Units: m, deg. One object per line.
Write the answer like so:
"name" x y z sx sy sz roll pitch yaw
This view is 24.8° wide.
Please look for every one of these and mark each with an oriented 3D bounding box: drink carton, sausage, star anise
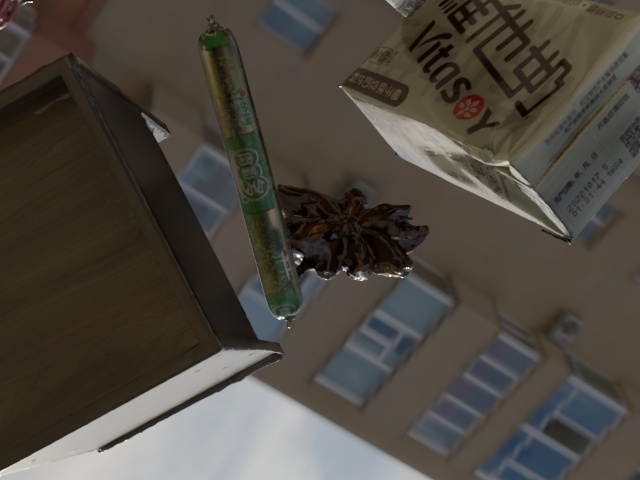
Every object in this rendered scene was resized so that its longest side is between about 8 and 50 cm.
"drink carton" 0.187 -0.151 1.462 0.194 0.132 0.324 -49 -146 -6
"sausage" -0.054 -0.051 1.165 0.032 0.269 0.033 -12 -160 5
"star anise" -0.002 -0.002 1.472 0.177 0.234 0.073 36 -57 43

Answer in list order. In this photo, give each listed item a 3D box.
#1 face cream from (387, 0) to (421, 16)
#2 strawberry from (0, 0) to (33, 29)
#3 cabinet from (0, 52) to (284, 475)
"face cream" 0.013 -0.373 1.585 0.143 0.314 0.089 -39 -166 54
"strawberry" -0.432 -0.299 1.350 0.312 0.351 0.267 -31 -105 34
"cabinet" -0.137 0.023 0.836 0.148 0.175 0.215 -29 172 4
